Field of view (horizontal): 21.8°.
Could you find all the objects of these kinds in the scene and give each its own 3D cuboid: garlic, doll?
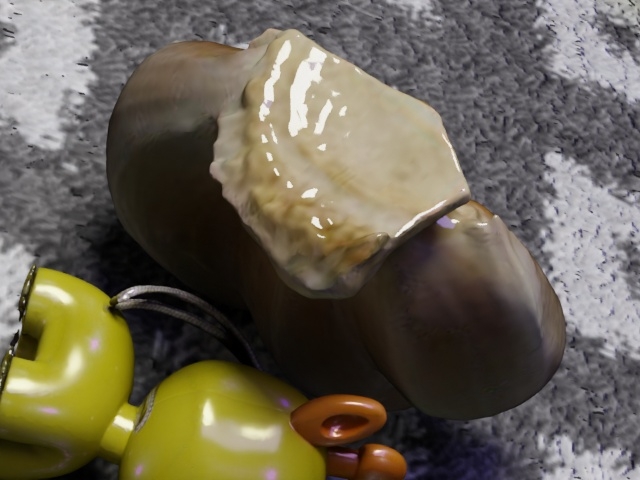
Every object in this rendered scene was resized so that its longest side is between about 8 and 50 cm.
[{"bbox_3d":[0.001,-0.001,0.919,0.279,0.325,0.132,39,77,19],"label":"garlic"},{"bbox_3d":[-0.067,0.103,0.868,0.221,0.143,0.135,16,45,-4],"label":"doll"}]
